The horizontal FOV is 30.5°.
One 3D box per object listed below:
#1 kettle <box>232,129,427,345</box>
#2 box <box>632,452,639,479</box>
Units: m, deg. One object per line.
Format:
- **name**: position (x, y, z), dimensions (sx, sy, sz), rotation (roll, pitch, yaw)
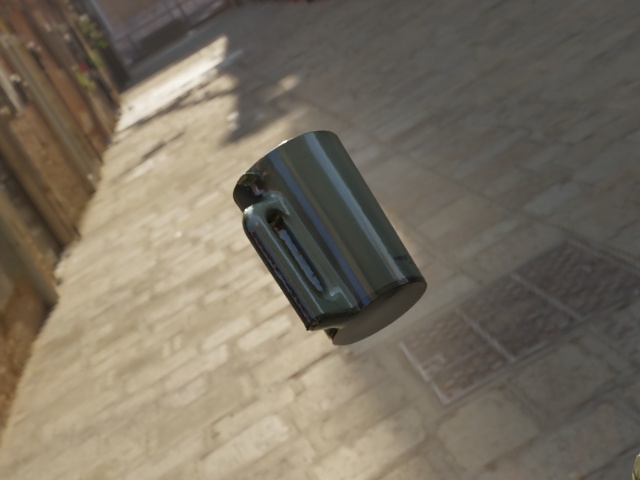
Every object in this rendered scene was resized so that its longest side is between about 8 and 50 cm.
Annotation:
- **kettle**: position (0.005, -0.003, 0.901), dimensions (0.098, 0.148, 0.127), rotation (-32, -20, 2)
- **box**: position (0.414, 0.146, 1.038), dimensions (0.274, 0.178, 0.138), rotation (-35, 57, -8)
